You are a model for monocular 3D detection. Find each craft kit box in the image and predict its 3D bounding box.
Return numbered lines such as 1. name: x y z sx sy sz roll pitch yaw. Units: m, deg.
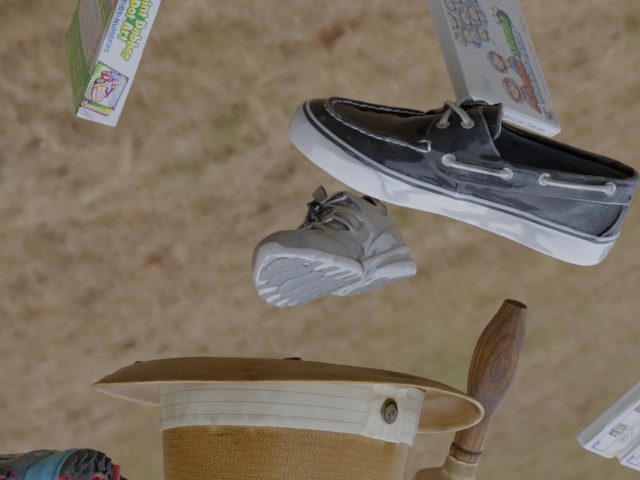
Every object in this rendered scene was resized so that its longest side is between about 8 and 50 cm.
1. craft kit box: -0.234 -0.293 2.117 0.061 0.250 0.246 18 113 -19

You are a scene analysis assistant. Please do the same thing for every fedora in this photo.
1. fedora: -0.016 0.103 0.855 0.194 0.079 0.194 4 169 1

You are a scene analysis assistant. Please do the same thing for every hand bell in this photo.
1. hand bell: 0.120 0.162 1.445 0.126 0.126 0.242 -3 116 -52

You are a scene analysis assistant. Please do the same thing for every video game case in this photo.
1. video game case: 0.159 -0.181 1.698 0.019 0.157 0.143 -33 148 34

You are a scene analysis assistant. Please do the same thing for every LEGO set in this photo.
1. LEGO set: 0.156 0.161 1.174 0.244 0.060 0.182 -44 151 12

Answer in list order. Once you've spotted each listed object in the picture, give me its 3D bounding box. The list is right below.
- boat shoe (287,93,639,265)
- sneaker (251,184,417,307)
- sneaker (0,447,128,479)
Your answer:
1. boat shoe: 0.125 -0.076 1.546 0.108 0.301 0.102 -69 180 -60
2. sneaker: 0.000 0.000 1.892 0.105 0.115 0.281 -22 171 23
3. sneaker: -0.227 0.255 1.657 0.125 0.104 0.262 4 148 20
